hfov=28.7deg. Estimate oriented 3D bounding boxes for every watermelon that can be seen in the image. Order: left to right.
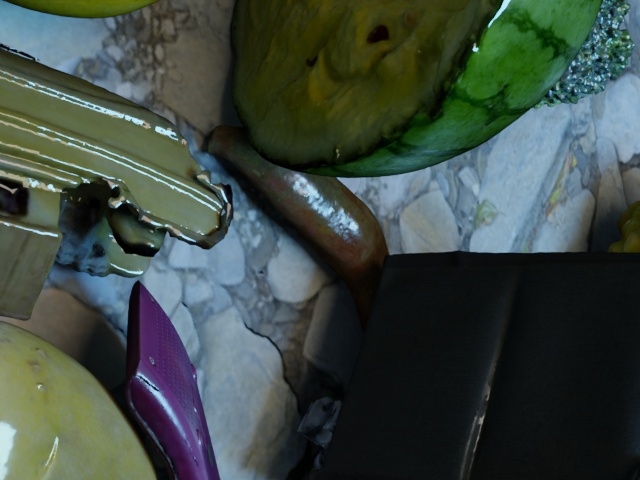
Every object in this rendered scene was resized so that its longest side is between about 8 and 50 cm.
[{"bbox_3d":[0.090,-0.181,0.896,0.189,0.330,0.331,12,75,-29],"label":"watermelon"}]

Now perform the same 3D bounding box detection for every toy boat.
[{"bbox_3d":[-0.266,-0.048,0.705,0.445,0.136,0.162,18,64,-35],"label":"toy boat"}]

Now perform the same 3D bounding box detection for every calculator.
[{"bbox_3d":[-0.090,0.129,0.825,0.034,0.127,0.191,-17,116,-2],"label":"calculator"}]

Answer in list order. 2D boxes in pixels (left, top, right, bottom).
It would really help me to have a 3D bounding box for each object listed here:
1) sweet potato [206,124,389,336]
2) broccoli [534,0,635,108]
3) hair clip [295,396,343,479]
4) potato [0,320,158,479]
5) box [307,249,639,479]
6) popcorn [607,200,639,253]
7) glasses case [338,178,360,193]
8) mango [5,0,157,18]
[{"bbox_3d":[0.009,-0.005,0.995,0.078,0.058,0.255,-46,117,-19],"label":"sweet potato"},{"bbox_3d":[0.164,-0.212,1.091,0.226,0.176,0.198,23,85,-48],"label":"broccoli"},{"bbox_3d":[0.045,0.193,1.002,0.116,0.049,0.172,-53,123,-29],"label":"hair clip"},{"bbox_3d":[-0.182,0.139,0.739,0.150,0.146,0.234,-39,131,-12],"label":"potato"},{"bbox_3d":[0.203,0.173,0.975,0.345,0.251,0.204,45,54,-44],"label":"box"},{"bbox_3d":[0.379,0.057,1.238,0.250,0.190,0.250,12,70,-36],"label":"popcorn"},{"bbox_3d":[0.004,-0.070,1.021,0.083,0.021,0.032,51,56,-24],"label":"glasses case"},{"bbox_3d":[-0.134,-0.282,0.832,0.211,0.173,0.317,37,67,-32],"label":"mango"}]
